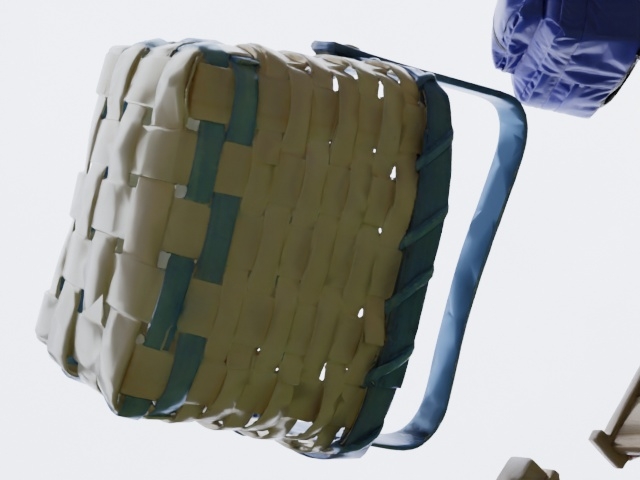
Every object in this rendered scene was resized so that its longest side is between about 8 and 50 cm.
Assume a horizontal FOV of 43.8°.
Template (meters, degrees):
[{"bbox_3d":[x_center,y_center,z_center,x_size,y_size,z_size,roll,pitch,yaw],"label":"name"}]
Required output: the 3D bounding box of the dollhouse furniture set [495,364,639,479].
[{"bbox_3d":[0.332,0.202,0.694,0.174,0.303,0.355,47,-116,-11],"label":"dollhouse furniture set"}]

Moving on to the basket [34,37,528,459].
[{"bbox_3d":[0.000,0.000,0.482,0.289,0.201,0.254,14,-88,-34],"label":"basket"}]

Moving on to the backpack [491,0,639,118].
[{"bbox_3d":[0.172,-0.149,0.558,0.101,0.120,0.098,14,-107,10],"label":"backpack"}]
